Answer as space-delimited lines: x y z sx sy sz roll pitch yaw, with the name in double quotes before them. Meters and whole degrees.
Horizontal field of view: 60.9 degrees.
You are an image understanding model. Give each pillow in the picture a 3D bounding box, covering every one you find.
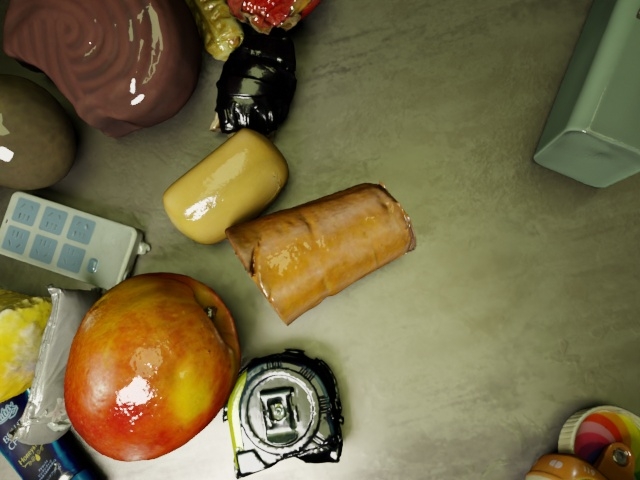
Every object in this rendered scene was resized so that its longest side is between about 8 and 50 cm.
"pillow" -0.409 0.197 0.879 0.059 0.169 0.255 8 80 10

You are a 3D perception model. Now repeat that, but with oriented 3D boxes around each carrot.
"carrot" 0.000 0.000 0.877 0.254 0.196 0.196 -30 81 -7

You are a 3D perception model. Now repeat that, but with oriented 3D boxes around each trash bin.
"trash bin" 0.494 -0.274 0.861 0.158 0.223 0.344 23 86 7

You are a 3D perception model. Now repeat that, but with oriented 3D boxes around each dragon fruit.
"dragon fruit" -0.094 -0.428 0.935 0.223 0.218 0.148 16 99 6

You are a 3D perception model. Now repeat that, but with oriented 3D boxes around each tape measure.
"tape measure" -0.066 0.272 0.876 0.199 0.112 0.186 -12 79 1

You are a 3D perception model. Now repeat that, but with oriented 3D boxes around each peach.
"peach" -0.262 0.187 0.835 0.280 0.238 0.281 -1 83 11

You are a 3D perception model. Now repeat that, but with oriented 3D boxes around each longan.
"longan" -0.525 -0.187 0.930 0.198 0.198 0.212 -27 74 0

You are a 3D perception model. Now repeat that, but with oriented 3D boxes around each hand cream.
"hand cream" -0.480 0.350 0.924 0.270 0.061 0.120 42 91 16

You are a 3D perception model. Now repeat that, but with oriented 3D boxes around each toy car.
"toy car" 0.445 0.366 0.826 0.235 0.145 0.235 2 68 -5

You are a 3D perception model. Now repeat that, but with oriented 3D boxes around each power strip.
"power strip" -0.444 0.002 0.969 0.270 0.046 0.118 17 83 5

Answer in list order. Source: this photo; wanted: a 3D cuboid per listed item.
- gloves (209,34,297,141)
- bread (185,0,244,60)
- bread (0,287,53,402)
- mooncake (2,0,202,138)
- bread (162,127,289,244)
"gloves" -0.119 -0.242 0.955 0.164 0.124 0.203 -2 73 22
"bread" -0.245 -0.493 1.009 0.077 0.084 0.368 -21 77 -40
"bread" -0.527 0.161 0.886 0.170 0.197 0.197 21 84 13
"mooncake" -0.383 -0.348 0.937 0.333 0.174 0.326 -16 91 11
"bread" -0.150 -0.081 0.910 0.217 0.147 0.098 -43 44 1
